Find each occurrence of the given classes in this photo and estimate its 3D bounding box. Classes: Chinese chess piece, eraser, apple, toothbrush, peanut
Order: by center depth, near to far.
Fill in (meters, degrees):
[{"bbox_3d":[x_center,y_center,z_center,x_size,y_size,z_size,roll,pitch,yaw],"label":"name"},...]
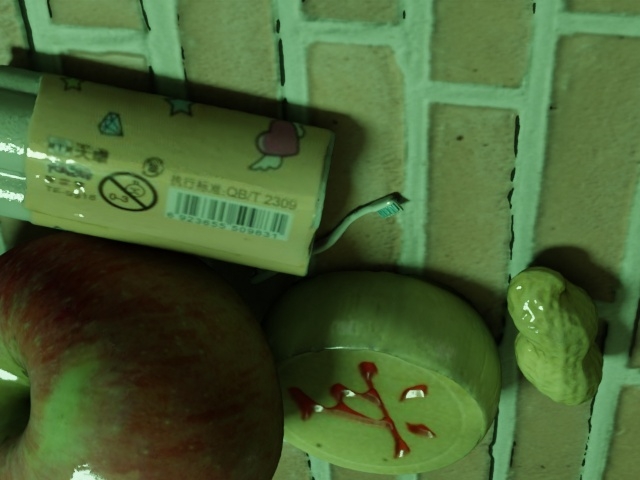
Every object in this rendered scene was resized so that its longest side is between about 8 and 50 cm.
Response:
[{"bbox_3d":[-0.142,-0.055,1.517,0.291,0.087,0.171,11,143,-2],"label":"eraser"},{"bbox_3d":[0.000,0.000,1.618,0.204,0.017,0.022,-27,112,41],"label":"toothbrush"},{"bbox_3d":[0.219,0.087,1.634,0.082,0.082,0.187,0,144,15],"label":"peanut"},{"bbox_3d":[-0.185,0.145,1.637,0.269,0.344,0.345,1,157,-40],"label":"apple"},{"bbox_3d":[0.054,0.130,1.717,0.250,0.103,0.249,8,144,6],"label":"Chinese chess piece"}]
